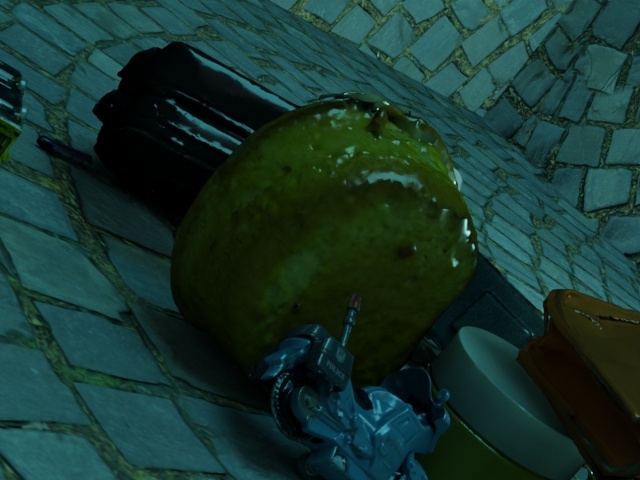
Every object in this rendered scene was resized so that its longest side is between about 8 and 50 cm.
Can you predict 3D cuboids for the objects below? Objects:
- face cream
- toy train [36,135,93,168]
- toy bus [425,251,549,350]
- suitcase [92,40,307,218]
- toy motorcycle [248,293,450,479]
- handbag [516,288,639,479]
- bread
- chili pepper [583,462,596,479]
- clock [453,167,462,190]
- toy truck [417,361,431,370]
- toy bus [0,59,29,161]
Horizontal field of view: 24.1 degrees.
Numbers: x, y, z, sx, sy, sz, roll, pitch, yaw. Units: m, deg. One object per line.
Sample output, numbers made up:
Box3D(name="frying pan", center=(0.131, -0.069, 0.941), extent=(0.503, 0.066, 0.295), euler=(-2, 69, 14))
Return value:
Box3D(name="face cream", center=(0.200, 0.241, 1.815), extent=(0.218, 0.179, 0.218), euler=(34, 15, -11))
Box3D(name="toy train", center=(-0.340, -0.117, 1.983), extent=(0.083, 0.017, 0.017), euler=(23, 27, -41))
Box3D(name="toy bus", center=(0.230, 0.114, 2.219), extent=(0.323, 0.162, 0.194), euler=(47, 0, 33))
Box3D(name="suitcase", center=(-0.131, -0.119, 1.960), extent=(0.339, 0.188, 0.345), euler=(30, -9, -14))
Box3D(name="toy motorcycle", center=(0.042, 0.187, 1.648), extent=(0.272, 0.124, 0.182), euler=(45, 48, -30))
Box3D(name="handbag", center=(0.455, 0.204, 1.788), extent=(0.410, 0.116, 0.303), euler=(15, 23, -26))
Box3D(name="bread", center=(0.020, 0.016, 1.730), extent=(0.337, 0.358, 0.204), euler=(24, 18, -43))
Box3D(name="chili pepper", center=(0.323, 0.382, 1.870), extent=(0.359, 0.076, 0.084), euler=(-65, 145, -71))
Box3D(name="clock", center=(0.148, -0.065, 2.568), extent=(0.068, 0.197, 0.197), euler=(46, 18, 32))
Box3D(name="toy truck", center=(0.173, 0.225, 2.024), extent=(0.147, 0.065, 0.079), euler=(26, 22, -40))
Box3D(name="toy bus", center=(-0.417, -0.176, 1.876), extent=(0.081, 0.074, 0.226), euler=(31, 16, -24))
